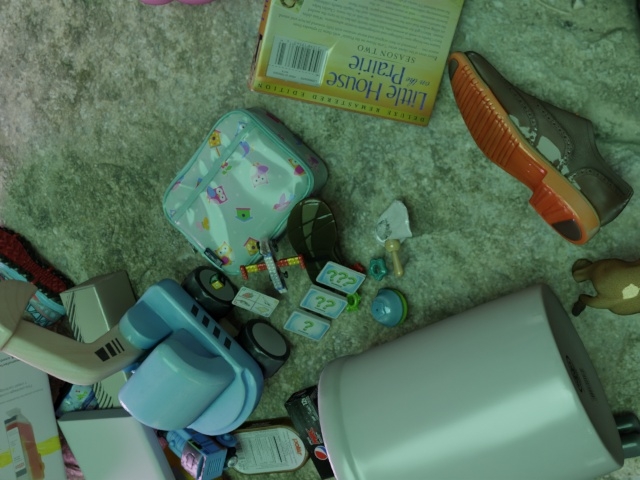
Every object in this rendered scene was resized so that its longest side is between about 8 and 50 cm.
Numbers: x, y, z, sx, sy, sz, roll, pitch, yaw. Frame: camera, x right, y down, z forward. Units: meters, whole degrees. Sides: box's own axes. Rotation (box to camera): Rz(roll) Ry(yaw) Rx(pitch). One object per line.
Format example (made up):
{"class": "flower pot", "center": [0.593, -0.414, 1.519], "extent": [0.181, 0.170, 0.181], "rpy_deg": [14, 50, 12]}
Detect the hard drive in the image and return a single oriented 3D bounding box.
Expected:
{"class": "hard drive", "center": [-0.381, 0.474, 1.631], "extent": [0.203, 0.040, 0.308], "rpy_deg": [-9, 109, 27]}

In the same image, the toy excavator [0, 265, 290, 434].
{"class": "toy excavator", "center": [-0.315, 0.194, 1.413], "extent": [0.433, 0.445, 0.222], "rpy_deg": [44, 112, 3]}

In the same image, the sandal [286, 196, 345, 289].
{"class": "sandal", "center": [0.000, 0.000, 1.438], "extent": [0.090, 0.060, 0.219], "rpy_deg": [-10, 136, 14]}

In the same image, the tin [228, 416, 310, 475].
{"class": "tin", "center": [-0.105, 0.411, 1.623], "extent": [0.189, 0.040, 0.106], "rpy_deg": [-12, 104, 21]}

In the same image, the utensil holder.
{"class": "utensil holder", "center": [0.240, 0.278, 1.319], "extent": [0.385, 0.327, 0.328], "rpy_deg": [-26, 95, 21]}

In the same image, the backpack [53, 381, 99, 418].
{"class": "backpack", "center": [-0.492, 0.315, 1.692], "extent": [0.084, 0.105, 0.114], "rpy_deg": [30, 112, -15]}

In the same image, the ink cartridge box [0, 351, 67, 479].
{"class": "ink cartridge box", "center": [-0.664, 0.371, 1.674], "extent": [0.279, 0.160, 0.385], "rpy_deg": [9, 109, 48]}

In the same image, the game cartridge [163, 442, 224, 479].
{"class": "game cartridge", "center": [-0.266, 0.609, 1.688], "extent": [0.324, 0.052, 0.285], "rpy_deg": [46, 113, 16]}

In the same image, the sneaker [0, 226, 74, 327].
{"class": "sneaker", "center": [-0.631, 0.080, 1.675], "extent": [0.262, 0.104, 0.125], "rpy_deg": [42, 114, 5]}

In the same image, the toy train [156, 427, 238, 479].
{"class": "toy train", "center": [-0.244, 0.393, 1.605], "extent": [0.184, 0.105, 0.080], "rpy_deg": [29, 112, 36]}

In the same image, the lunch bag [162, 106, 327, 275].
{"class": "lunch bag", "center": [-0.146, -0.088, 1.466], "extent": [0.224, 0.108, 0.279], "rpy_deg": [43, 112, 3]}

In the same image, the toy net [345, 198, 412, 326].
{"class": "toy net", "center": [0.113, 0.035, 1.453], "extent": [0.122, 0.045, 0.232], "rpy_deg": [26, 110, 42]}

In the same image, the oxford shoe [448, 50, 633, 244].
{"class": "oxford shoe", "center": [0.342, -0.170, 1.299], "extent": [0.132, 0.130, 0.364], "rpy_deg": [-36, 83, -10]}

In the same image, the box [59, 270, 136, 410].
{"class": "box", "center": [-0.410, 0.209, 1.631], "extent": [0.094, 0.113, 0.275], "rpy_deg": [-13, 98, 23]}

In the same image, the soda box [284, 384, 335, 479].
{"class": "soda box", "center": [-0.003, 0.368, 1.566], "extent": [0.060, 0.053, 0.169], "rpy_deg": [-24, 95, 23]}

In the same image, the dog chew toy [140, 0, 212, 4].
{"class": "dog chew toy", "center": [-0.197, -0.484, 1.342], "extent": [0.331, 0.206, 0.207], "rpy_deg": [-10, 100, 29]}

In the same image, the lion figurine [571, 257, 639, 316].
{"class": "lion figurine", "center": [0.521, 0.025, 1.203], "extent": [0.142, 0.240, 0.392], "rpy_deg": [45, 113, 3]}

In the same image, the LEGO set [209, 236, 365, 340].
{"class": "LEGO set", "center": [-0.067, 0.091, 1.447], "extent": [0.244, 0.060, 0.182], "rpy_deg": [23, 126, -17]}

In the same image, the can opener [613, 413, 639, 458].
{"class": "can opener", "center": [0.423, 0.377, 1.432], "extent": [0.283, 0.076, 0.095], "rpy_deg": [-17, 130, 21]}

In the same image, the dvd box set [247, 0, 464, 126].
{"class": "dvd box set", "center": [0.079, -0.407, 1.260], "extent": [0.307, 0.062, 0.421], "rpy_deg": [8, 110, -16]}
